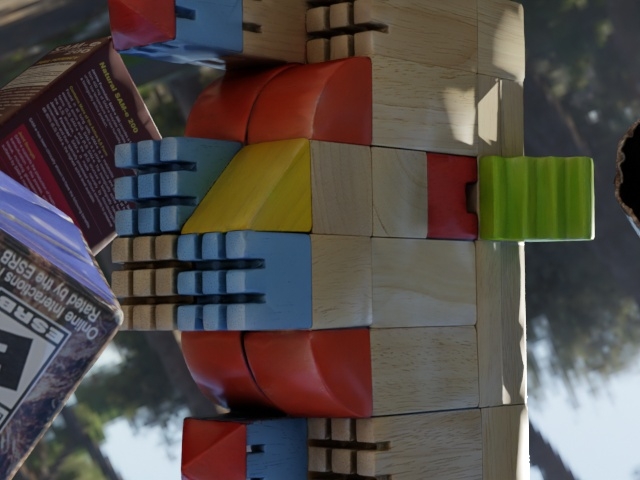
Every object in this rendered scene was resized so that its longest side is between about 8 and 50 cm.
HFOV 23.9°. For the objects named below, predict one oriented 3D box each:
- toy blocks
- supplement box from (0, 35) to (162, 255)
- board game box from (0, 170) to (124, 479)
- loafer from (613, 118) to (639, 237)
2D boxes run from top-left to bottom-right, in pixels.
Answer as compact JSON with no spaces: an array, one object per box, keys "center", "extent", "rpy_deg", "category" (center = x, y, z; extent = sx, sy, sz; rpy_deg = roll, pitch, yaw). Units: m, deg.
[{"center":[0.000,0.000,0.830],"extent":[0.190,0.382,0.261],"rpy_deg":[-3,177,42],"category":"toy blocks"},{"center":[-0.222,-0.035,1.116],"extent":[0.073,0.130,0.239],"rpy_deg":[1,-145,43],"category":"supplement box"},{"center":[-0.239,0.061,0.441],"extent":[0.291,0.232,0.141],"rpy_deg":[-55,-163,1],"category":"board game box"},{"center":[0.217,0.015,0.663],"extent":[0.134,0.130,0.366],"rpy_deg":[-59,-165,3],"category":"loafer"}]
